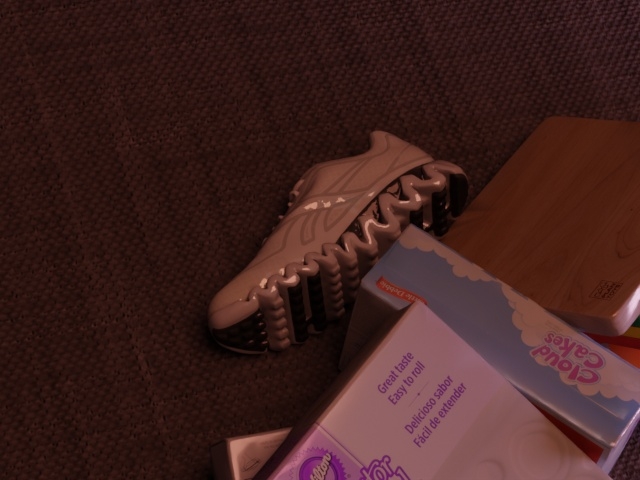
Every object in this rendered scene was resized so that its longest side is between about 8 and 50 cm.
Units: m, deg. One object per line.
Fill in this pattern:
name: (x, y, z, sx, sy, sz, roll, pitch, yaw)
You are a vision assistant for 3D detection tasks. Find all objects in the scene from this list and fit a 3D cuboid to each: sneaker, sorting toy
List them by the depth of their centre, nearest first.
sneaker: (0.000, 0.000, 1.839, 0.292, 0.110, 0.118, -35, 60, -25)
sorting toy: (0.256, 0.003, 1.851, 0.257, 0.255, 0.089, -48, 125, -28)

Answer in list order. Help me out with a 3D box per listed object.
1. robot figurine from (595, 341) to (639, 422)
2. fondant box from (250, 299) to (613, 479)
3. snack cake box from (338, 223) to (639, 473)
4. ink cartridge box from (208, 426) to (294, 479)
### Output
robot figurine: (0.335, 0.085, 1.890, 0.158, 0.128, 0.219, 33, 61, -3)
fondant box: (0.117, 0.250, 1.648, 0.330, 0.096, 0.238, 42, 62, -2)
snack cake box: (0.153, 0.119, 1.764, 0.264, 0.152, 0.089, 33, 57, 13)
ink cartridge box: (0.017, 0.322, 1.690, 0.165, 0.065, 0.333, -7, 79, -22)
